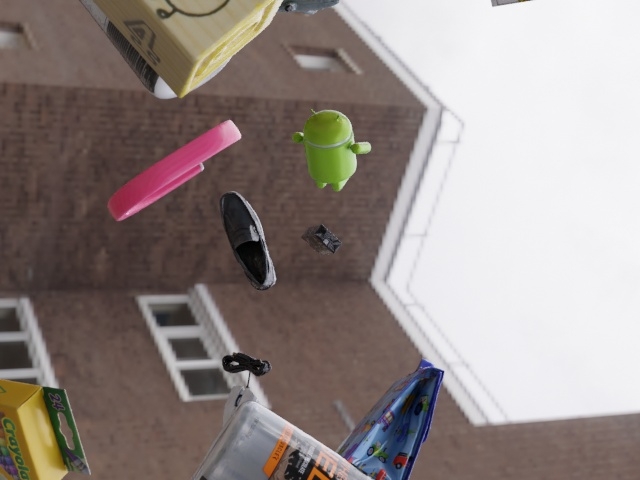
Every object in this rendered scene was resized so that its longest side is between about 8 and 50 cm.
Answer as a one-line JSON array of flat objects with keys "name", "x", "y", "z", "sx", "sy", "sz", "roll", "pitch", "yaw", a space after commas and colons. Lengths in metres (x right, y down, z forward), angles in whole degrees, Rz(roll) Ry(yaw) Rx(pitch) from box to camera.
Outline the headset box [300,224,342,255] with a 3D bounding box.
[{"name": "headset box", "x": 0.000, "y": 0.000, "z": 2.554, "sx": 0.032, "sy": 0.062, "sz": 0.083, "roll": -51, "pitch": -166, "yaw": -17}]

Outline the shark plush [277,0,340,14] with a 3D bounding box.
[{"name": "shark plush", "x": -0.054, "y": -0.386, "z": 1.909, "sx": 0.067, "sy": 0.161, "sz": 0.073, "roll": -122, "pitch": -144, "yaw": -50}]

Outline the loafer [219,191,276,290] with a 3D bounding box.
[{"name": "loafer", "x": -0.152, "y": -0.001, "z": 2.508, "sx": 0.078, "sy": 0.076, "sz": 0.223, "roll": 67, "pitch": 0, "yaw": -83}]

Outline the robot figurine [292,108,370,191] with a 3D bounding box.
[{"name": "robot figurine", "x": 0.012, "y": -0.123, "z": 1.604, "sx": 0.101, "sy": 0.067, "sz": 0.115, "roll": 13, "pitch": -47, "yaw": 25}]

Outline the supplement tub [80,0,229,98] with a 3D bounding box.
[{"name": "supplement tub", "x": -0.294, "y": -0.413, "z": 2.029, "sx": 0.316, "sy": 0.193, "sz": 0.193, "roll": 53, "pitch": -37, "yaw": 11}]

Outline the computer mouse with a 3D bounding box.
[{"name": "computer mouse", "x": -0.141, "y": 0.297, "z": 2.130, "sx": 0.106, "sy": 0.042, "sz": 0.193, "roll": 13, "pitch": -78, "yaw": 37}]

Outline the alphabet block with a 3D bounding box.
[{"name": "alphabet block", "x": -0.184, "y": -0.349, "z": 1.679, "sx": 0.197, "sy": 0.192, "sz": 0.193, "roll": 47, "pitch": -14, "yaw": -2}]

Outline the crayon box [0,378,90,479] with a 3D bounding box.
[{"name": "crayon box", "x": -0.612, "y": 0.366, "z": 2.290, "sx": 0.322, "sy": 0.083, "sz": 0.203, "roll": 4, "pitch": -61, "yaw": 27}]

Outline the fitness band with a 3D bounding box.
[{"name": "fitness band", "x": -0.277, "y": -0.132, "z": 2.274, "sx": 0.054, "sy": 0.290, "sz": 0.209, "roll": 56, "pitch": -20, "yaw": -5}]

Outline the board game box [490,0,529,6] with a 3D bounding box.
[{"name": "board game box", "x": 0.356, "y": -0.537, "z": 2.012, "sx": 0.305, "sy": 0.192, "sz": 0.053, "roll": 66, "pitch": 24, "yaw": -46}]

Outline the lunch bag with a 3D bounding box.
[{"name": "lunch bag", "x": 0.137, "y": 0.358, "z": 2.335, "sx": 0.293, "sy": 0.138, "sz": 0.221, "roll": -60, "pitch": -179, "yaw": -16}]

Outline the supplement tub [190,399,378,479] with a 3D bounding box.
[{"name": "supplement tub", "x": -0.031, "y": 0.420, "z": 1.886, "sx": 0.207, "sy": 0.338, "sz": 0.207, "roll": -57, "pitch": -178, "yaw": 4}]
